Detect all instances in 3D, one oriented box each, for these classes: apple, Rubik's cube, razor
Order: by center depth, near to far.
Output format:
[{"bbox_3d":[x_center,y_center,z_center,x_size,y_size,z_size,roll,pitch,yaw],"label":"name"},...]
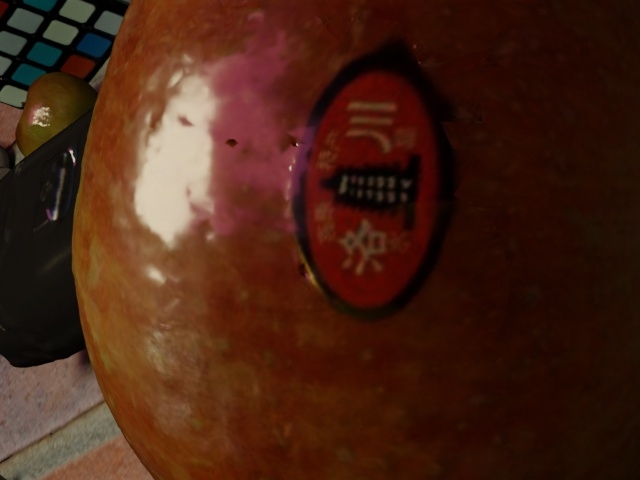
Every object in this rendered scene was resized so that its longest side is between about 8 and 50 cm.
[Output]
[{"bbox_3d":[0.050,-0.011,0.579,0.250,0.277,0.309,22,114,33],"label":"apple"},{"bbox_3d":[-0.154,-0.029,1.080,0.327,0.107,0.189,-32,47,47],"label":"razor"},{"bbox_3d":[-0.239,-0.109,1.305,0.089,0.074,0.089,-40,40,46],"label":"apple"},{"bbox_3d":[-0.291,-0.257,1.368,0.187,0.182,0.184,-40,41,44],"label":"Rubik's cube"}]

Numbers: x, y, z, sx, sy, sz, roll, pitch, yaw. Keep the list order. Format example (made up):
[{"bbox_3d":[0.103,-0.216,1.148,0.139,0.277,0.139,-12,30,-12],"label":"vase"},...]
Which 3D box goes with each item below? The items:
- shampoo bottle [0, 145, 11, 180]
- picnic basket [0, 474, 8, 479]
[{"bbox_3d":[-0.358,-0.065,1.516,0.165,0.040,0.080,11,82,61],"label":"shampoo bottle"},{"bbox_3d":[-0.297,0.236,1.226,0.083,0.065,0.083,-43,44,5],"label":"picnic basket"}]
